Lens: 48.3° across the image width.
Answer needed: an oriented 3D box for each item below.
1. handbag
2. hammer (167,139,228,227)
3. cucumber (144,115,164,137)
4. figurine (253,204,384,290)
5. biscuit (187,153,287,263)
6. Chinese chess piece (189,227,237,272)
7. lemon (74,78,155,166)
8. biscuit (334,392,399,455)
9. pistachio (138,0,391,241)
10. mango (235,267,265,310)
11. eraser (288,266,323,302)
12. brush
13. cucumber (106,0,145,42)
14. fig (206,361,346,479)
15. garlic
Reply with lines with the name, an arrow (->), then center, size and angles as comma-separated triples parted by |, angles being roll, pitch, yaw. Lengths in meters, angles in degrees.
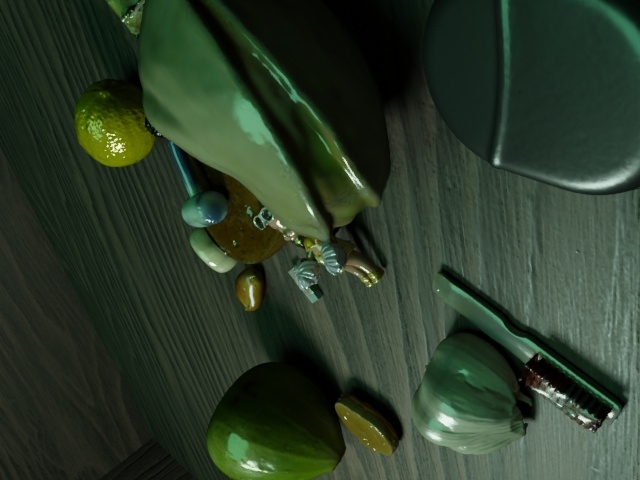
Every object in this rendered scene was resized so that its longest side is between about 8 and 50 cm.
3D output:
handbag -> 0.232, -0.171, 0.709 | 0.308, 0.093, 0.253 | 27, 142, 41
hammer -> -0.253, -0.119, 1.406 | 0.116, 0.069, 0.194 | -7, 107, 59
cucumber -> -0.263, -0.317, 1.283 | 0.081, 0.072, 0.303 | 43, 137, 19
figurine -> -0.001, -0.002, 1.219 | 0.240, 0.116, 0.175 | 47, 151, -1
biscuit -> -0.172, -0.109, 1.417 | 0.314, 0.063, 0.367 | 56, 151, 4
Chinese chess piece -> -0.239, 0.017, 1.603 | 0.122, 0.051, 0.122 | 45, -171, -9
lemon -> -0.445, -0.255, 1.550 | 0.180, 0.180, 0.193 | 29, 165, 38
biscuit -> 0.108, 0.402, 1.564 | 0.170, 0.050, 0.170 | 38, 155, 21
pistachio -> -0.078, -0.193, 0.959 | 0.445, 0.281, 0.365 | 52, 180, 19
mango -> -0.157, 0.106, 1.623 | 0.077, 0.063, 0.127 | 43, 145, 29
eraser -> -0.031, 0.088, 1.458 | 0.083, 0.019, 0.038 | 53, 150, 2
brush -> 0.283, 0.161, 1.043 | 0.321, 0.050, 0.060 | 39, 152, 27
cucumber -> -0.387, -0.512, 1.267 | 0.325, 0.105, 0.145 | 50, 178, 7
fig -> -0.093, 0.444, 1.672 | 0.316, 0.316, 0.316 | 37, 147, 29
garlic -> 0.227, 0.263, 1.143 | 0.178, 0.143, 0.229 | 29, 134, 41
